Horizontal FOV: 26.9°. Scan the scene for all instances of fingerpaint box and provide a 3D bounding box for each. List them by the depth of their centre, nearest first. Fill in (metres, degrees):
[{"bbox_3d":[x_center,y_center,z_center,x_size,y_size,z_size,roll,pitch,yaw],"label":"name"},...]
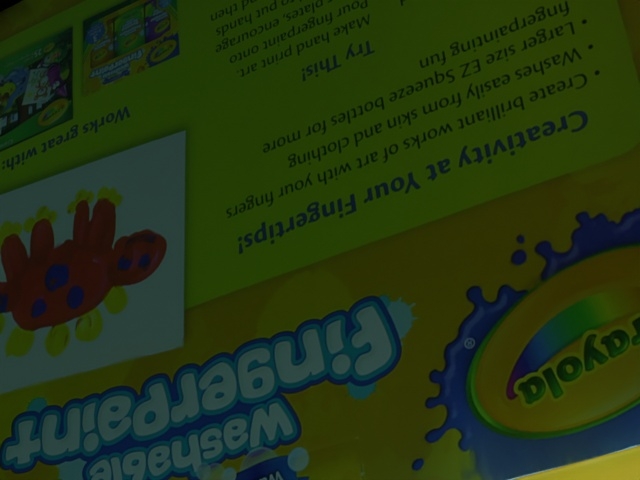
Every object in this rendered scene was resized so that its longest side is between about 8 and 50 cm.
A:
[{"bbox_3d":[0.000,0.000,0.717,0.445,0.371,0.163,-21,149,23],"label":"fingerpaint box"}]

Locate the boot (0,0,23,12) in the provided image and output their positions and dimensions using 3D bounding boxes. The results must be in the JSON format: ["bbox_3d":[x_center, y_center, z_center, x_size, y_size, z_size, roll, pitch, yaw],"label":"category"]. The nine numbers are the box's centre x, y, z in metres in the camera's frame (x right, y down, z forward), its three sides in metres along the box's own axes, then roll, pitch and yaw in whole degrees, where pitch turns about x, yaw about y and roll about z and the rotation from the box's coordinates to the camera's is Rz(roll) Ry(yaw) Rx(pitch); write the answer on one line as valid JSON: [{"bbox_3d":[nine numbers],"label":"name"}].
[{"bbox_3d":[-0.178,-0.210,0.810,0.260,0.131,0.348,39,155,-25],"label":"boot"}]
